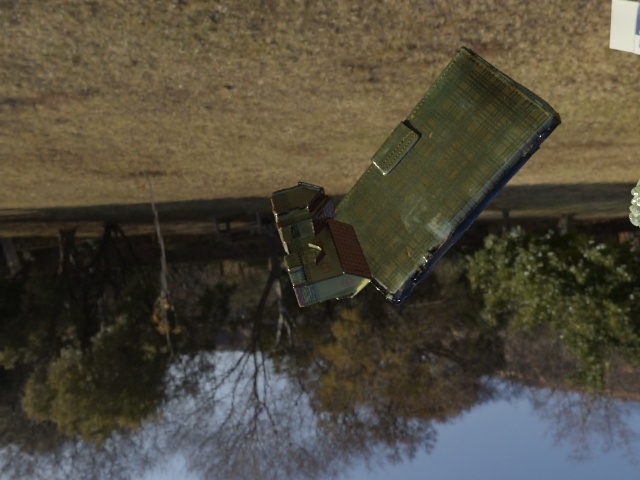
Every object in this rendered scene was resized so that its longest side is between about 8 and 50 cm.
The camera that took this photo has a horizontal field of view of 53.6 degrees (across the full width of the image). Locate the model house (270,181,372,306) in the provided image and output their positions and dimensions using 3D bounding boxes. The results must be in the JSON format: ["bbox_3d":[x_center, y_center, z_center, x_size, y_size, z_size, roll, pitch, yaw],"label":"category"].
[{"bbox_3d":[0.000,0.000,0.477,0.058,0.083,0.057,-16,134,-1],"label":"model house"}]

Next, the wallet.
[{"bbox_3d":[0.148,-0.084,0.839,0.317,0.169,0.044,-52,155,16],"label":"wallet"}]

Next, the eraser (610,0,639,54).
[{"bbox_3d":[0.677,-0.415,1.228,0.210,0.068,0.124,28,158,36],"label":"eraser"}]

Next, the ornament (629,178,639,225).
[{"bbox_3d":[0.539,-0.044,0.827,0.130,0.120,0.285,-42,-156,-4],"label":"ornament"}]
